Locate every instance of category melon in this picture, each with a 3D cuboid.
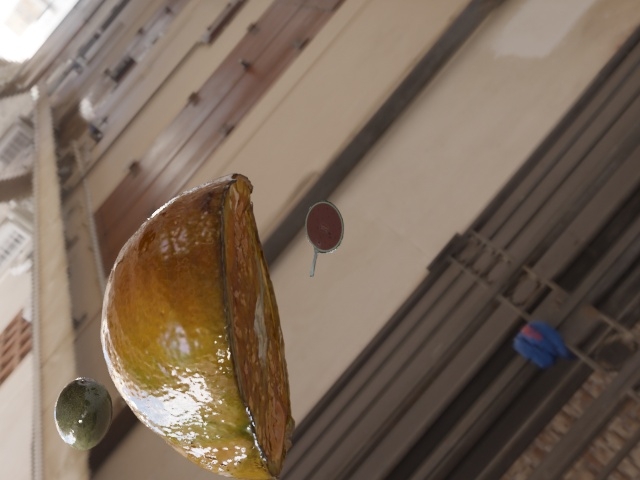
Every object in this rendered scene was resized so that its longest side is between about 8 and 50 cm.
[{"bbox_3d":[-0.407,0.298,1.584,0.098,0.131,0.098,3,-156,-1],"label":"melon"}]

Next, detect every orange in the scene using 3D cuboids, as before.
[{"bbox_3d":[-0.097,0.090,0.936,0.274,0.310,0.274,16,-135,-16],"label":"orange"}]

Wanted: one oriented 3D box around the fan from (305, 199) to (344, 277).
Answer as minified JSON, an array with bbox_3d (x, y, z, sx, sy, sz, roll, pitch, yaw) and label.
[{"bbox_3d":[0.000,0.000,1.488,0.085,0.133,0.005,31,-156,35],"label":"fan"}]
